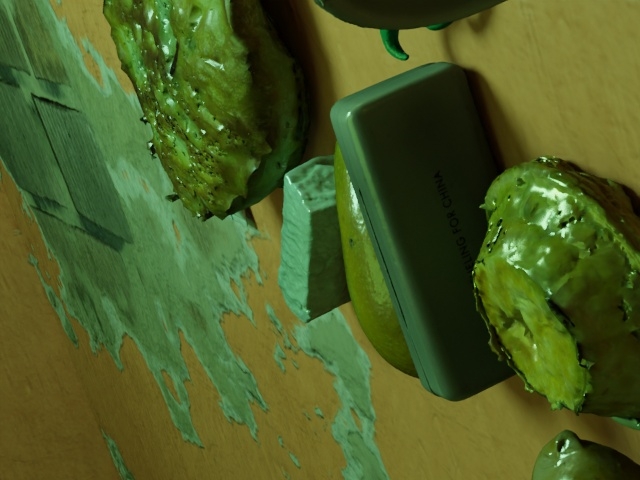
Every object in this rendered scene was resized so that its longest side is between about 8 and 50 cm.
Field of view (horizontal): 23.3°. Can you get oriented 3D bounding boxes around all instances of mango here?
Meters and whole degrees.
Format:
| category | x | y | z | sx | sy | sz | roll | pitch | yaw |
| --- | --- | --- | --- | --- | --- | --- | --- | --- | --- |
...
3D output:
| category | x | y | z | sx | sy | sz | roll | pitch | yaw |
| --- | --- | --- | --- | --- | --- | --- | --- | --- | --- |
| mango | 0.063 | 0.004 | 1.258 | 0.136 | 0.099 | 0.227 | -25 | -81 | -86 |

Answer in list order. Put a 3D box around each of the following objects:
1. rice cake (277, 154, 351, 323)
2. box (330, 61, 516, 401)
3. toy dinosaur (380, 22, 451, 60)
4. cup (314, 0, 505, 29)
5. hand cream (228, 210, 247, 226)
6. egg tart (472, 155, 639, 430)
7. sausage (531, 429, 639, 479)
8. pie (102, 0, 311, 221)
| category | x | y | z | sx | sy | sz | roll | pitch | yaw |
| --- | --- | --- | --- | --- | --- | --- | --- | --- | --- |
| rice cake | 0.000 | 0.000 | 1.453 | 0.063 | 0.069 | 0.206 | 53 | 158 | 30 |
| box | 0.091 | -0.006 | 1.160 | 0.055 | 0.103 | 0.243 | 23 | 135 | 68 |
| toy dinosaur | 0.063 | -0.181 | 1.102 | 0.096 | 0.059 | 0.132 | 49 | 147 | 25 |
| cup | 0.058 | -0.299 | 0.785 | 0.301 | 0.227 | 0.257 | -46 | 63 | 38 |
| hand cream | -0.123 | -0.104 | 1.689 | 0.067 | 0.042 | 0.194 | 23 | 140 | 51 |
| egg tart | 0.169 | 0.045 | 1.057 | 0.212 | 0.090 | 0.212 | 53 | 161 | 27 |
| sausage | 0.294 | 0.335 | 1.027 | 0.501 | 0.123 | 0.136 | 52 | 155 | 33 |
| pie | -0.114 | -0.178 | 1.479 | 0.288 | 0.103 | 0.354 | 56 | 154 | 24 |
